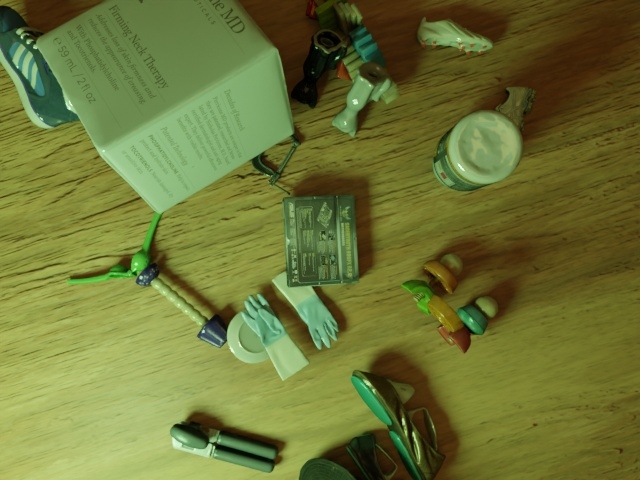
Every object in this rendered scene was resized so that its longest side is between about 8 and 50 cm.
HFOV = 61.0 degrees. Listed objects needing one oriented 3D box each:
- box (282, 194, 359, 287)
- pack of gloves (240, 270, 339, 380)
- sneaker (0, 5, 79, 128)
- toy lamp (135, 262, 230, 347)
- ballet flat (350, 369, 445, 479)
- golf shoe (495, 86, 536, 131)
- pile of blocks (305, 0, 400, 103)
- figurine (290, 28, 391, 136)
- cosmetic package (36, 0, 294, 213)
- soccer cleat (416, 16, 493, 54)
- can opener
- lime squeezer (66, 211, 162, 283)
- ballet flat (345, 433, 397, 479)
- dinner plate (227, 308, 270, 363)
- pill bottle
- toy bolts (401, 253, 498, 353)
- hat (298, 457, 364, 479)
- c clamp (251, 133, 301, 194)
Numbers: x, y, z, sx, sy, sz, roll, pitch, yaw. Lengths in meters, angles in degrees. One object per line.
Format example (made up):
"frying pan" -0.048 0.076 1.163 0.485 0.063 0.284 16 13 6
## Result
"box" 0.000 0.000 1.388 0.183 0.056 0.230 -4 90 -9
"pack of gloves" -0.079 0.209 1.402 0.195 0.046 0.232 -32 82 -13
"sneaker" -0.656 -0.457 1.344 0.236 0.130 0.322 -17 99 20
"toy lamp" -0.345 0.170 1.395 0.275 0.080 0.080 42 90 2
"ballet flat" 0.210 0.447 1.379 0.124 0.116 0.342 -33 90 -20
"golf shoe" 0.488 -0.313 1.402 0.086 0.069 0.176 20 87 21
"pile of blocks" 0.059 -0.490 1.354 0.113 0.149 0.362 -33 90 0
"figurine" 0.040 -0.373 1.345 0.215 0.209 0.092 36 52 1
"cosmetic package" -0.319 -0.336 1.215 0.394 0.327 0.329 -33 72 -7
"soccer cleat" 0.347 -0.530 1.394 0.196 0.068 0.076 9 87 3
"can opener" -0.249 0.533 1.389 0.281 0.093 0.074 16 89 -4
"lime squeezer" -0.513 0.052 1.406 0.310 0.059 0.110 -38 90 1
"ballet flat" 0.168 0.622 1.382 0.096 0.095 0.280 -27 90 -12
"dinner plate" -0.168 0.243 1.391 0.141 0.017 0.141 5 78 -25
"pill bottle" 0.356 -0.200 1.285 0.162 0.278 0.162 0 90 0
"toy bolts" 0.349 0.154 1.337 0.158 0.218 0.228 -41 108 -6
"hat" 0.072 0.691 1.345 0.134 0.331 0.331 -3 90 -42
"c clamp" -0.106 -0.219 1.422 0.137 0.022 0.160 26 92 6
